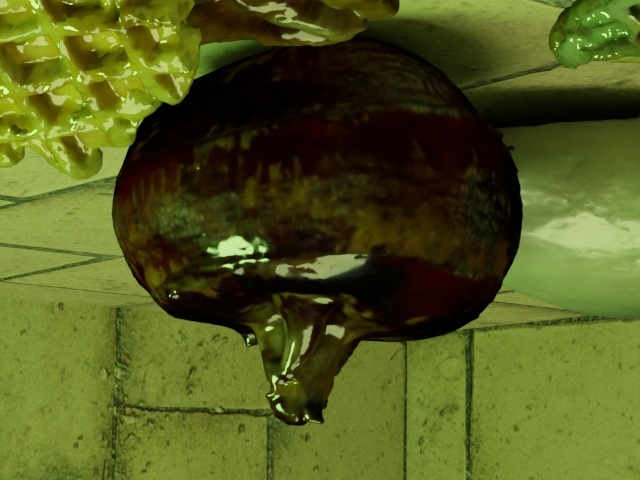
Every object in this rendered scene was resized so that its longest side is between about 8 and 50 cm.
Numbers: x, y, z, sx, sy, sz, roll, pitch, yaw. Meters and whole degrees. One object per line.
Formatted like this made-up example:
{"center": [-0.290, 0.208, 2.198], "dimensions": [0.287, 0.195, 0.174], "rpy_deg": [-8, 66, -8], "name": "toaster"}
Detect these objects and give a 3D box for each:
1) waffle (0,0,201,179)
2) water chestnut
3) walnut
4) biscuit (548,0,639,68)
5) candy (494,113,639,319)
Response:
{"center": [-0.225, -0.139, 1.140], "dimensions": [0.312, 0.060, 0.307], "rpy_deg": [10, 144, -14], "name": "waffle"}
{"center": [0.000, 0.000, 1.543], "dimensions": [0.350, 0.302, 0.350], "rpy_deg": [-1, 167, 0], "name": "water chestnut"}
{"center": [-0.039, -0.168, 1.228], "dimensions": [0.170, 0.069, 0.143], "rpy_deg": [5, 169, -33], "name": "walnut"}
{"center": [0.276, -0.164, 1.228], "dimensions": [0.335, 0.078, 0.329], "rpy_deg": [-6, 172, 39], "name": "biscuit"}
{"center": [0.265, -0.023, 1.815], "dimensions": [0.427, 0.186, 0.386], "rpy_deg": [12, 170, -34], "name": "candy"}
